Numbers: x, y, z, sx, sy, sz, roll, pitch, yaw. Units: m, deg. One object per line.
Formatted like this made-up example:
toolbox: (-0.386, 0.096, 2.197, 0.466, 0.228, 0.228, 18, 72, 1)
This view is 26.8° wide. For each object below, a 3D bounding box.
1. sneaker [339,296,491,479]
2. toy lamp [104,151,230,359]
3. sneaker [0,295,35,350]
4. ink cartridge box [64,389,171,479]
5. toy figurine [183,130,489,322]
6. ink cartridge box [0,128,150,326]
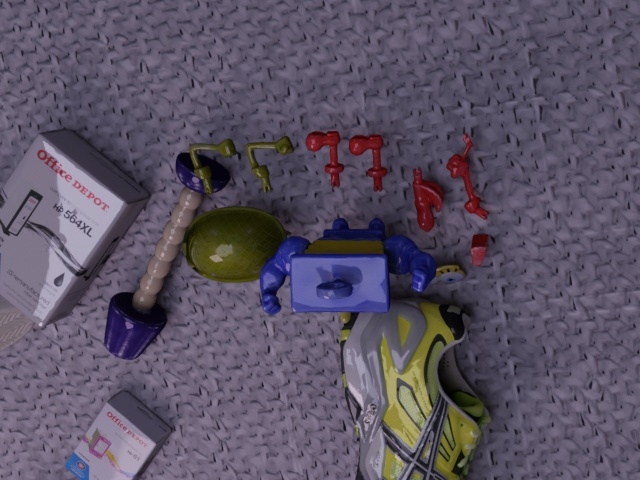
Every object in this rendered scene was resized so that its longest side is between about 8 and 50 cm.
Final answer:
sneaker: (0.125, 0.254, 1.576, 0.147, 0.145, 0.384, -6, 102, 21)
toy lamp: (-0.198, 0.026, 1.671, 0.080, 0.080, 0.274, 29, 111, 11)
sneaker: (-0.548, 0.083, 1.743, 0.350, 0.131, 0.148, -9, 57, -9)
ink cartridge box: (-0.266, 0.273, 1.770, 0.088, 0.052, 0.122, 38, 111, 8)
toy figurine: (0.000, 0.000, 1.481, 0.363, 0.217, 0.191, 2, 112, 8)
ink cartridge box: (-0.335, -0.018, 1.692, 0.148, 0.086, 0.203, 38, 105, 7)
